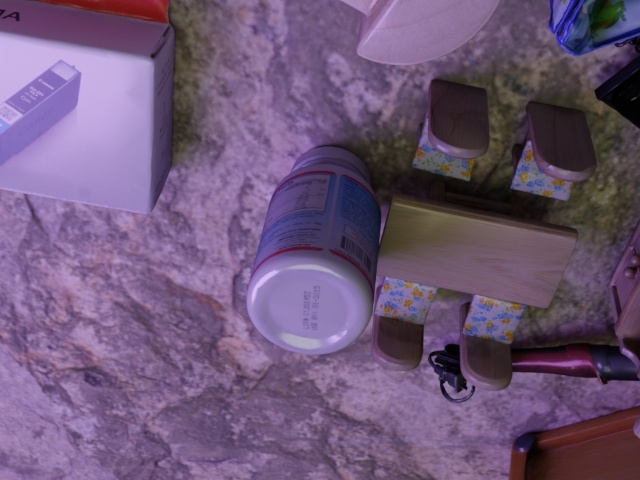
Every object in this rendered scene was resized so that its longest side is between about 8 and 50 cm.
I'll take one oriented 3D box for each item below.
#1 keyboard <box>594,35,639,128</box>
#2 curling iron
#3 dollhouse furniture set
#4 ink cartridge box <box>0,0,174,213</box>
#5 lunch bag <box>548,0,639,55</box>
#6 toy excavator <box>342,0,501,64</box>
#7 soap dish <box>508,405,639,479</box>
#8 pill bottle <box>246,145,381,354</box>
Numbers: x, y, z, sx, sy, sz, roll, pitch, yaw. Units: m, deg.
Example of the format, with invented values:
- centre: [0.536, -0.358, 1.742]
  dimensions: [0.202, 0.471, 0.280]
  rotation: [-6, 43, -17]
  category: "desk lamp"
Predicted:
- centre: [0.268, -0.155, 0.619]
  dimensions: [0.100, 0.038, 0.192]
  rotation: [24, 129, -39]
  category: "keyboard"
- centre: [0.222, 0.109, 0.772]
  dimensions: [0.274, 0.068, 0.035]
  rotation: [-2, 115, 20]
  category: "curling iron"
- centre: [0.162, 0.033, 0.684]
  dimensions: [0.242, 0.161, 0.212]
  rotation: [11, 127, -1]
  category: "dollhouse furniture set"
- centre: [-0.253, -0.161, 0.656]
  dimensions: [0.296, 0.066, 0.261]
  rotation: [9, 128, 0]
  category: "ink cartridge box"
- centre: [0.193, -0.185, 0.536]
  dimensions: [0.096, 0.129, 0.151]
  rotation: [38, 124, -18]
  category: "lunch bag"
- centre: [-0.096, -0.305, 0.467]
  dimensions: [0.432, 0.222, 0.445]
  rotation: [6, 141, 3]
  category: "toy excavator"
- centre: [0.289, 0.231, 0.787]
  dimensions: [0.290, 0.229, 0.118]
  rotation: [-21, 105, 22]
  category: "soap dish"
- centre: [0.000, 0.000, 0.681]
  dimensions: [0.087, 0.160, 0.087]
  rotation: [4, 127, 5]
  category: "pill bottle"
